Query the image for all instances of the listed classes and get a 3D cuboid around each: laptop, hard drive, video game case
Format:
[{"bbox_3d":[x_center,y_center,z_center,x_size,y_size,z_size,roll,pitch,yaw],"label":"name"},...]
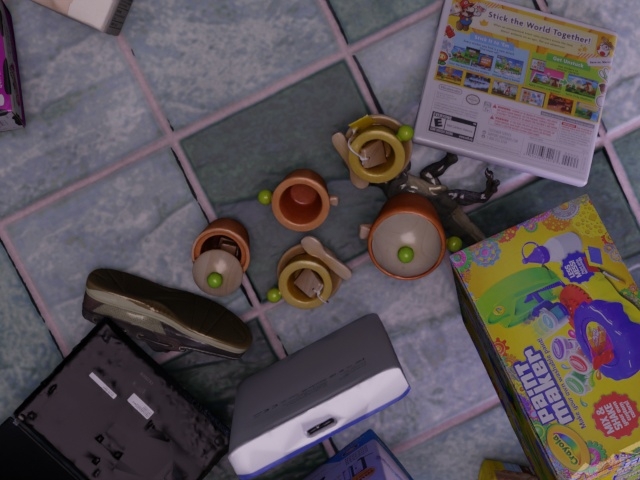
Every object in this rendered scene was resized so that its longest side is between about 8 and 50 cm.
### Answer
[{"bbox_3d":[-0.286,0.270,1.705,0.234,0.136,0.264,44,81,-7],"label":"laptop"},{"bbox_3d":[-0.006,0.177,1.578,0.210,0.318,0.040,-28,97,2],"label":"hard drive"},{"bbox_3d":[0.245,-0.193,1.661,0.227,0.026,0.206,14,80,-3],"label":"video game case"}]

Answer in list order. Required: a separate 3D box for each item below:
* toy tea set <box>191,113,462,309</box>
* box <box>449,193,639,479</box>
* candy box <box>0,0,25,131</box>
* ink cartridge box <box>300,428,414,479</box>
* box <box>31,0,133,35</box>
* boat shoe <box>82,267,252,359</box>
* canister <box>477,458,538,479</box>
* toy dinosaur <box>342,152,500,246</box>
[{"bbox_3d":[0.000,0.000,1.628,0.336,0.124,0.200,-30,108,17],"label":"toy tea set"},{"bbox_3d":[0.296,0.146,1.555,0.177,0.279,0.290,-25,70,1],"label":"box"},{"bbox_3d":[-0.492,-0.201,1.617,0.233,0.071,0.159,-11,77,0],"label":"candy box"},{"bbox_3d":[0.055,0.375,1.649,0.171,0.232,0.168,-37,97,2],"label":"ink cartridge box"},{"bbox_3d":[-0.245,-0.412,1.585,0.121,0.148,0.311,23,94,-4],"label":"box"},{"bbox_3d":[-0.199,0.106,1.690,0.224,0.080,0.073,22,119,-1],"label":"boat shoe"},{"bbox_3d":[0.293,0.338,1.708,0.170,0.126,0.073,10,97,-1],"label":"canister"},{"bbox_3d":[0.158,-0.061,1.686,0.268,0.064,0.118,36,106,-7],"label":"toy dinosaur"}]
